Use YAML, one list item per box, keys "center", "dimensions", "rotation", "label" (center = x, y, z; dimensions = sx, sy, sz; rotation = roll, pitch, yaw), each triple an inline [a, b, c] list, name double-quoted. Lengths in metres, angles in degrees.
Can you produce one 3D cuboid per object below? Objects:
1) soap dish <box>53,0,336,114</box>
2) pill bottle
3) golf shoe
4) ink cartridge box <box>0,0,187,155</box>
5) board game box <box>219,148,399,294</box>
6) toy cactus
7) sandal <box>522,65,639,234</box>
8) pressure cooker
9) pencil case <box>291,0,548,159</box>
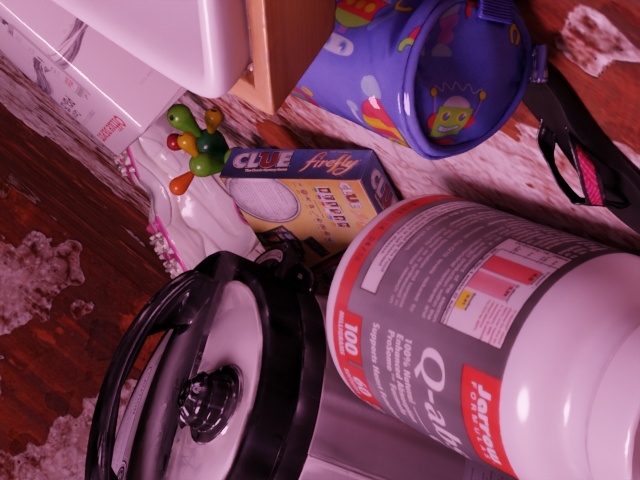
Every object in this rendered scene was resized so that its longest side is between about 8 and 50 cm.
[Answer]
- center: [-0.109, -0.240, 0.966]
  dimensions: [0.291, 0.118, 0.229]
  rotation: [34, 141, 38]
  label: "soap dish"
- center: [0.184, 0.095, 1.243]
  dimensions: [0.363, 0.210, 0.210]
  rotation: [22, 158, 53]
  label: "pill bottle"
- center: [-0.177, -0.095, 1.862]
  dimensions: [0.306, 0.140, 0.115]
  rotation: [67, 167, -13]
  label: "golf shoe"
- center: [-0.271, -0.233, 1.613]
  dimensions: [0.283, 0.117, 0.207]
  rotation: [42, 167, -9]
  label: "ink cartridge box"
- center: [0.018, -0.002, 1.574]
  dimensions: [0.165, 0.042, 0.243]
  rotation: [3, 143, 28]
  label: "board game box"
- center: [-0.093, -0.069, 1.746]
  dimensions: [0.219, 0.112, 0.180]
  rotation: [30, 176, 3]
  label: "toy cactus"
- center: [0.184, -0.061, 1.093]
  dimensions: [0.179, 0.040, 0.067]
  rotation: [46, 165, -27]
  label: "sandal"
- center: [-0.033, 0.225, 1.522]
  dimensions: [0.420, 0.375, 0.370]
  rotation: [24, -159, -24]
  label: "pressure cooker"
- center: [0.013, -0.159, 1.064]
  dimensions: [0.119, 0.133, 0.306]
  rotation: [19, -173, -46]
  label: "pencil case"
